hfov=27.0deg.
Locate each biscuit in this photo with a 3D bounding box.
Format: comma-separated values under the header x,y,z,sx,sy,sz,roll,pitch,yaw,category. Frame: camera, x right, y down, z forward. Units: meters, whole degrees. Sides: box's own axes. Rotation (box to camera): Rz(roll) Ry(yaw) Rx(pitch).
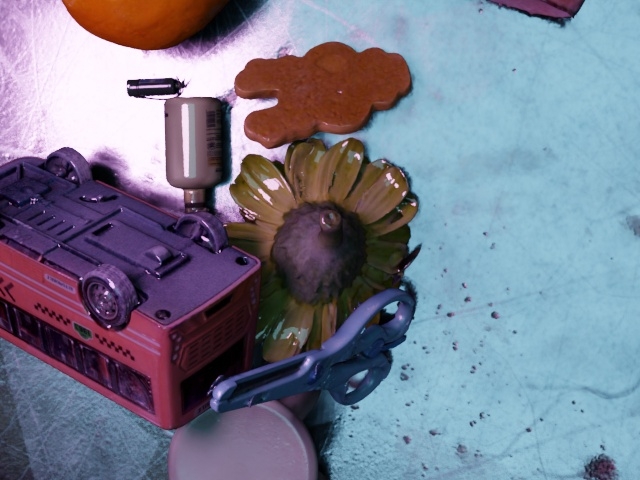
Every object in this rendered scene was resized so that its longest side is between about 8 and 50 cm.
x,y,z,sx,sy,sz,roll,pitch,yaw,category
0.004,-0.202,1.789,0.236,0.040,0.144,-11,68,-8,biscuit

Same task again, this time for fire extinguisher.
x,y,z,sx,sy,sz,roll,pitch,yaw,category
-0.226,-0.211,1.851,0.083,0.025,0.038,-3,132,7,fire extinguisher

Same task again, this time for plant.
x,y,z,sx,sy,sz,roll,pitch,yaw,category
0.024,0.008,1.745,0.261,0.297,0.306,7,74,-36,plant

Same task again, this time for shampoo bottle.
x,y,z,sx,sy,sz,roll,pitch,yaw,category
-0.173,-0.115,1.825,0.079,0.079,0.162,0,95,6,shampoo bottle

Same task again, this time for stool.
x,y,z,sx,sy,sz,roll,pitch,yaw,category
-0.087,0.284,1.788,0.195,0.198,0.195,-3,93,9,stool

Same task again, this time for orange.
x,y,z,sx,sy,sz,roll,pitch,yaw,category
-0.222,-0.373,1.723,0.261,0.261,0.261,0,94,6,orange

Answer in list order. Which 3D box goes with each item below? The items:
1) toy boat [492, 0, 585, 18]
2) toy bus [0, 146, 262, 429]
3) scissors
x,y,z,sx,sy,sz,roll,pitch,yaw,category
0.297,-0.441,1.753,0.206,0.096,0.282,19,87,19,toy boat
-0.289,0.055,1.715,0.426,0.203,0.233,24,128,29,toy bus
-0.002,0.158,1.690,0.032,0.393,0.180,32,115,30,scissors
